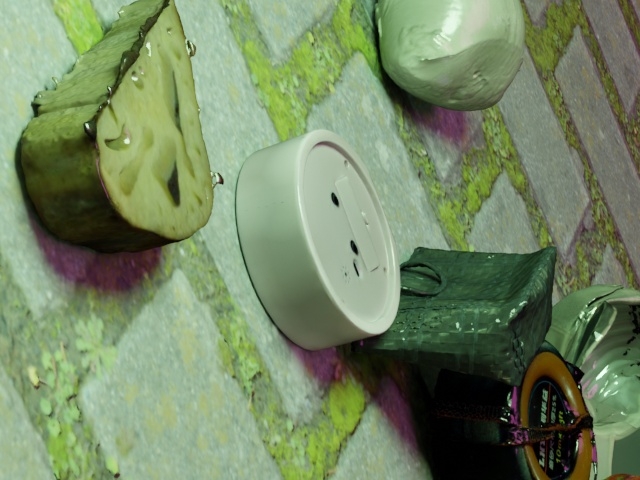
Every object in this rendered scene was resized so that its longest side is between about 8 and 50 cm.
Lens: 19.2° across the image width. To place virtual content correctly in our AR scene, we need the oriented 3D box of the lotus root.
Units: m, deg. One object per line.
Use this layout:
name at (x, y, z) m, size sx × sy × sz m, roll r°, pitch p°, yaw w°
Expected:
lotus root at (-0.145, -0.077, 1.486) m, size 0.170 × 0.074 × 0.260 m, roll 65°, pitch 24°, yaw -17°

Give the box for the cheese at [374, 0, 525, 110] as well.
cheese at (0.146, -0.251, 2.123) m, size 0.198 × 0.154 × 0.189 m, roll 23°, pitch 49°, yaw -59°

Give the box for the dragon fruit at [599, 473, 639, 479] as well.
dragon fruit at (0.367, 0.378, 2.067) m, size 0.295 × 0.130 × 0.268 m, roll -45°, pitch 129°, yaw -65°

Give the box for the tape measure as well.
tape measure at (0.196, 0.199, 1.957) m, size 0.223 × 0.135 × 0.202 m, roll 33°, pitch 55°, yaw -52°

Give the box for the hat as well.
hat at (0.318, 0.173, 2.204) m, size 0.232 × 0.161 × 0.275 m, roll 61°, pitch 38°, yaw -23°

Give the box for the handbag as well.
handbag at (0.139, 0.064, 1.882) m, size 0.270 × 0.175 × 0.088 m, roll -46°, pitch 139°, yaw -65°

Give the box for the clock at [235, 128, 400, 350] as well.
clock at (0.000, 0.000, 1.746) m, size 0.197 × 0.068 × 0.196 m, roll 45°, pitch 36°, yaw -46°
